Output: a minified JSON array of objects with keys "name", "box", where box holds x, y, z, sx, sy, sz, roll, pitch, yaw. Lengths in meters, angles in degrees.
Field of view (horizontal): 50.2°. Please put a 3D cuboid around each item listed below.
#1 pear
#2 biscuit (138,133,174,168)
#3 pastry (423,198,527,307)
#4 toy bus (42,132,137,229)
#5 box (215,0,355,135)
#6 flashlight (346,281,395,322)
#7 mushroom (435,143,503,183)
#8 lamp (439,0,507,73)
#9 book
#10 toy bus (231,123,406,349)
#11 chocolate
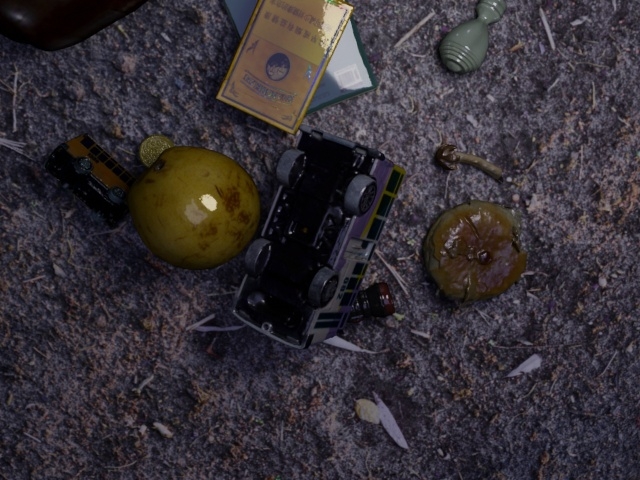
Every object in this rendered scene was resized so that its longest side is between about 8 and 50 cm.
[{"name":"pear","box":[-0.265,-0.071,1.460,0.280,0.281,0.281,-1,103,-6]},{"name":"biscuit","box":[-0.371,-0.199,1.551,0.084,0.023,0.084,-1,102,-6]},{"name":"pastry","box":[0.367,0.028,1.627,0.235,0.121,0.257,-5,102,-4]},{"name":"toy bus","box":[-0.491,-0.137,1.504,0.201,0.114,0.098,44,124,-12]},{"name":"box","box":[-0.079,-0.404,1.473,0.192,0.084,0.302,24,101,-8]},{"name":"flashlight","box":[0.059,0.167,1.644,0.232,0.093,0.093,-16,104,1]},{"name":"mushroom","box":[0.360,-0.179,1.616,0.187,0.061,0.060,15,95,-13]},{"name":"lamp","box":[0.345,-0.462,1.534,0.106,0.106,0.193,35,87,-12]},{"name":"book","box":[-0.054,-0.473,1.519,0.264,0.031,0.379,-21,103,-1]},{"name":"toy bus","box":[0.000,0.000,1.499,0.209,0.249,0.440,23,95,24]},{"name":"chocolate","box":[-0.535,-0.556,1.314,0.331,0.384,0.384,-25,104,14]}]
